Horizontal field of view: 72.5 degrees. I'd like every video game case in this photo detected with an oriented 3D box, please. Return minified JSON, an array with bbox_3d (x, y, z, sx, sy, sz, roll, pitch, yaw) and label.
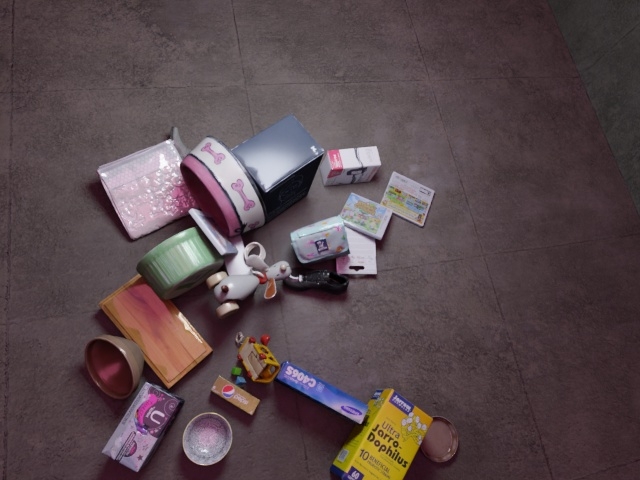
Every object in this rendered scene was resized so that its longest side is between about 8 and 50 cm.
[{"bbox_3d":[0.415,-0.198,2.087,0.227,0.026,0.206,25,68,-4],"label":"video game case"},{"bbox_3d":[-0.395,-0.029,1.631,0.023,0.183,0.201,-38,87,3],"label":"video game case"},{"bbox_3d":[0.204,-0.112,1.966,0.212,0.023,0.193,23,50,7],"label":"video game case"}]

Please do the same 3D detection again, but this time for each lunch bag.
[{"bbox_3d":[0.000,0.000,1.774,0.223,0.262,0.160,-16,75,1],"label":"lunch bag"}]

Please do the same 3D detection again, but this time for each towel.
[{"bbox_3d":[-0.688,-0.213,1.787,0.332,0.053,0.317,-29,101,-18],"label":"towel"}]

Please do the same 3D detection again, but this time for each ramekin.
[{"bbox_3d":[-0.512,0.091,1.639,0.303,0.303,0.148,-33,84,-20],"label":"ramekin"}]

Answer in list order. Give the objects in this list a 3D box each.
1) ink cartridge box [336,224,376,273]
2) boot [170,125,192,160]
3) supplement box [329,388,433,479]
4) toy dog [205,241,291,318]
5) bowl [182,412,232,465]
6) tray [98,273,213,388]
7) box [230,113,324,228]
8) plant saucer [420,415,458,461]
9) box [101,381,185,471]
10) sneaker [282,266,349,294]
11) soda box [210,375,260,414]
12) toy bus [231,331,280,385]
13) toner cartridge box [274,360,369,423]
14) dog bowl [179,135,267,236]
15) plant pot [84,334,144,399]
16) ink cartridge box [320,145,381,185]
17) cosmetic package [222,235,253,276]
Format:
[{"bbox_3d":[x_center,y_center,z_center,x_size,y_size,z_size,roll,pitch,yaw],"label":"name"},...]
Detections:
[{"bbox_3d":[0.149,0.036,1.938,0.189,0.066,0.232,1,79,-12],"label":"ink cartridge box"},{"bbox_3d":[-0.569,-0.382,1.915,0.161,0.083,0.247,-9,82,-19],"label":"boot"},{"bbox_3d":[0.224,0.761,1.623,0.194,0.195,0.356,36,67,2],"label":"supplement box"},{"bbox_3d":[-0.266,0.145,1.613,0.220,0.161,0.333,44,66,2],"label":"toy dog"},{"bbox_3d":[-0.403,0.708,1.567,0.170,0.080,0.170,4,70,-10],"label":"bowl"},{"bbox_3d":[-0.620,0.333,1.654,0.203,0.076,0.411,-41,83,-21],"label":"tray"},{"bbox_3d":[-0.191,-0.267,1.780,0.293,0.395,0.212,-37,83,-21],"label":"box"},{"bbox_3d":[0.470,0.796,1.753,0.168,0.029,0.168,4,70,-10],"label":"plant saucer"},{"bbox_3d":[-0.599,0.636,1.504,0.142,0.163,0.247,28,68,0],"label":"box"},{"bbox_3d":[-0.015,0.156,1.816,0.286,0.130,0.109,4,73,-10],"label":"sneaker"},{"bbox_3d":[-0.320,0.582,1.640,0.181,0.058,0.061,31,68,-1],"label":"soda box"},{"bbox_3d":[-0.237,0.451,1.671,0.104,0.191,0.202,28,55,-42],"label":"toy bus"},{"bbox_3d":[-0.004,0.576,1.654,0.348,0.165,0.075,29,69,-1],"label":"toner cartridge box"},{"bbox_3d":[-0.388,-0.190,1.697,0.150,0.408,0.408,-37,82,-21],"label":"dog bowl"},{"bbox_3d":[-0.711,0.431,1.552,0.237,0.237,0.110,48,30,6],"label":"plant pot"},{"bbox_3d":[0.135,-0.338,1.995,0.237,0.172,0.100,-8,74,-15],"label":"ink cartridge box"},{"bbox_3d":[-0.339,0.108,1.764,0.107,0.127,0.238,-18,74,-19],"label":"cosmetic package"}]
